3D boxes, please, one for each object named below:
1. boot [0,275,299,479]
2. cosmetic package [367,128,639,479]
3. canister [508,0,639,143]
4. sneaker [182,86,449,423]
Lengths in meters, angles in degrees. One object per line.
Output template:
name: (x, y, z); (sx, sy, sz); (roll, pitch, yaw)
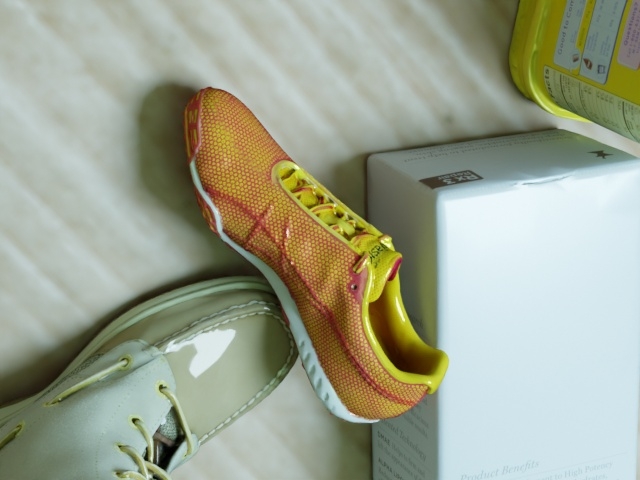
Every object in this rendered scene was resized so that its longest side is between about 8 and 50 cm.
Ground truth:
boot: (-0.078, 0.104, 0.809); (0.213, 0.165, 0.077); (-30, 117, -14)
cosmetic package: (0.091, 0.067, 0.924); (0.117, 0.085, 0.231); (-9, 109, -23)
canister: (0.166, -0.100, 0.848); (0.073, 0.170, 0.126); (7, 105, -27)
sneaker: (0.000, 0.000, 0.846); (0.067, 0.064, 0.175); (-29, 101, 32)
